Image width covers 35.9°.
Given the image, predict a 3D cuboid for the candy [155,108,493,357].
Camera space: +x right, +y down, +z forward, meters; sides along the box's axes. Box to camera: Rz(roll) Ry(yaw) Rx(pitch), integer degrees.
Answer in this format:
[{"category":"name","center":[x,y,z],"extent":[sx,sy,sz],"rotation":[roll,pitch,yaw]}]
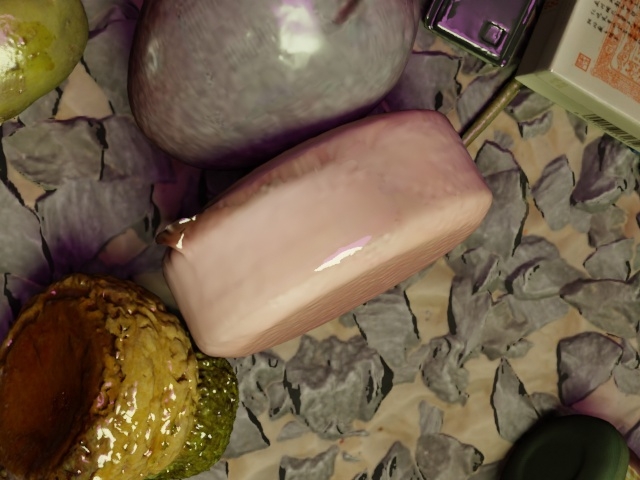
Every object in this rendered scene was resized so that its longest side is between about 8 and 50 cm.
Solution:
[{"category":"candy","center":[0.000,0.000,0.720],"extent":[0.255,0.255,0.094],"rotation":[-27,80,-9]}]

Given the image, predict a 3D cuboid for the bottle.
[{"category":"bottle","center":[0.290,0.296,0.936],"extent":[0.271,0.156,0.143],"rotation":[45,55,-21]}]

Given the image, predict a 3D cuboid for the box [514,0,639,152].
[{"category":"box","center":[0.282,-0.157,0.855],"extent":[0.201,0.058,0.141],"rotation":[26,83,-19]}]

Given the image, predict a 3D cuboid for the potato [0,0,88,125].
[{"category":"potato","center":[-0.231,-0.137,0.714],"extent":[0.138,0.070,0.091],"rotation":[-35,127,-4]}]

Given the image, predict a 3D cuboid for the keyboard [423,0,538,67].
[{"category":"keyboard","center":[0.170,-0.264,0.827],"extent":[0.094,0.025,0.230],"rotation":[24,95,-18]}]

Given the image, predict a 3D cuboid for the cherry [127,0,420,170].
[{"category":"cherry","center":[-0.030,-0.155,0.694],"extent":[0.266,0.213,0.183],"rotation":[-35,91,24]}]

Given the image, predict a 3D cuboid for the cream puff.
[{"category":"cream puff","center":[-0.146,0.128,0.770],"extent":[0.169,0.183,0.183],"rotation":[22,96,-45]}]

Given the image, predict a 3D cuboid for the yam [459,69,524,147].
[{"category":"yam","center":[0.147,-0.111,0.862],"extent":[0.014,0.014,0.107],"rotation":[42,89,-20]}]

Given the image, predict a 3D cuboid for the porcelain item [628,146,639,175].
[{"category":"porcelain item","center":[0.335,-0.044,0.926],"extent":[0.136,0.021,0.075],"rotation":[24,90,-19]}]
